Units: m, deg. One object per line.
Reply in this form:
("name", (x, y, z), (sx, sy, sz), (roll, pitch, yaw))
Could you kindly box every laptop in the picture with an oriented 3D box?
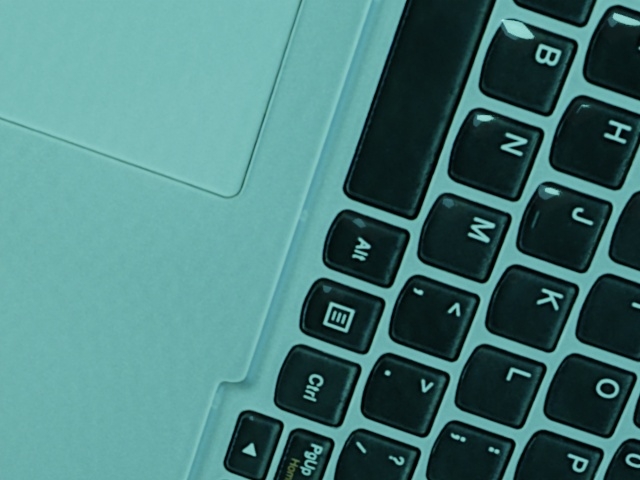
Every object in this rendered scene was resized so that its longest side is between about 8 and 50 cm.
("laptop", (0.082, 0.026, 0.338), (0.408, 0.236, 0.382), (19, 112, 1))
